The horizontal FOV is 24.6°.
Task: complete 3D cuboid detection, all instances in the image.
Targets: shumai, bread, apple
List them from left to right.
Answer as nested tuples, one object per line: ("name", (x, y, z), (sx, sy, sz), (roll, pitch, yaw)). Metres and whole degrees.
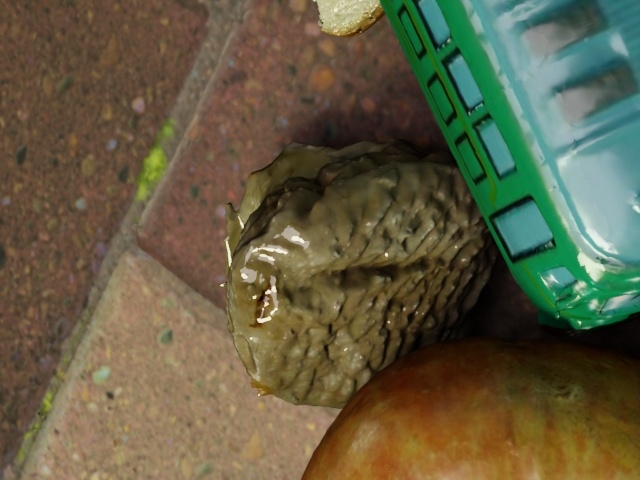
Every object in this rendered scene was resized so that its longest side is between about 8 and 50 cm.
("shumai", (0.000, 0.000, 0.964), (0.175, 0.206, 0.166), (36, 132, 41))
("bread", (0.028, -0.180, 0.960), (0.077, 0.070, 0.083), (51, 121, 10))
("apple", (0.110, 0.194, 0.896), (0.277, 0.250, 0.309), (45, 100, -5))

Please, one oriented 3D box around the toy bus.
("toy bus", (0.146, -0.121, 0.816), (0.183, 0.199, 0.344), (-26, 88, -1))
